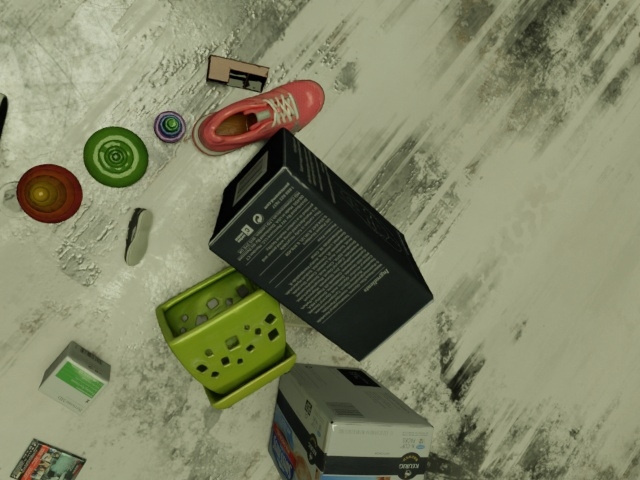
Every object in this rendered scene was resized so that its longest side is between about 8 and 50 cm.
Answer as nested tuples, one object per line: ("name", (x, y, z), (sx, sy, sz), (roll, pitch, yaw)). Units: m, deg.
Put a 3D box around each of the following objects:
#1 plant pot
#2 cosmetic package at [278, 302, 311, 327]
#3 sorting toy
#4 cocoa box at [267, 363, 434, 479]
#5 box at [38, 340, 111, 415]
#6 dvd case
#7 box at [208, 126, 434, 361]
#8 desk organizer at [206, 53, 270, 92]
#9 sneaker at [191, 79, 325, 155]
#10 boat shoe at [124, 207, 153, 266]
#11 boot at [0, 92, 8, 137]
("plant pot", (-0.190, 0.203, 1.102), (0.227, 0.228, 0.207), (-29, 110, -15))
("cosmetic package", (-0.052, 0.172, 1.239), (0.115, 0.041, 0.060), (12, 92, -20))
("sorting toy", (-0.427, -0.155, 1.027), (0.366, 0.126, 0.127), (-33, 105, -13))
("cocoa box", (0.046, 0.438, 1.139), (0.232, 0.347, 0.227), (10, 93, -20))
("box", (-0.497, 0.278, 1.058), (0.101, 0.102, 0.087), (42, 83, -20))
("dvd case", (-0.573, 0.480, 1.099), (0.119, 0.013, 0.087), (32, 85, -19))
("box", (0.000, 0.000, 1.076), (0.395, 0.293, 0.212), (40, 106, -19))
("desk organizer", (-0.181, -0.362, 1.135), (0.130, 0.047, 0.050), (6, 96, -20))
("sneaker", (-0.116, -0.261, 1.121), (0.314, 0.136, 0.115), (-26, 105, -16))
("boat shoe", (-0.392, -0.008, 1.101), (0.046, 0.038, 0.125), (4, 103, -62))
("boot", (-0.698, -0.174, 0.951), (0.176, 0.088, 0.244), (11, 84, -20))
